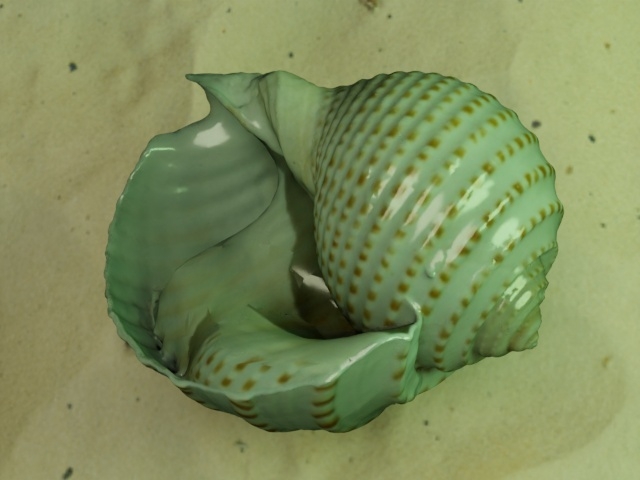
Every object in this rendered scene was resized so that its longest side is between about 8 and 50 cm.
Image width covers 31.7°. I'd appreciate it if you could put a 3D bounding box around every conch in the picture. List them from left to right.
[{"bbox_3d":[0.009,0.011,0.819,0.303,0.215,0.319,-47,42,-12],"label":"conch"}]
